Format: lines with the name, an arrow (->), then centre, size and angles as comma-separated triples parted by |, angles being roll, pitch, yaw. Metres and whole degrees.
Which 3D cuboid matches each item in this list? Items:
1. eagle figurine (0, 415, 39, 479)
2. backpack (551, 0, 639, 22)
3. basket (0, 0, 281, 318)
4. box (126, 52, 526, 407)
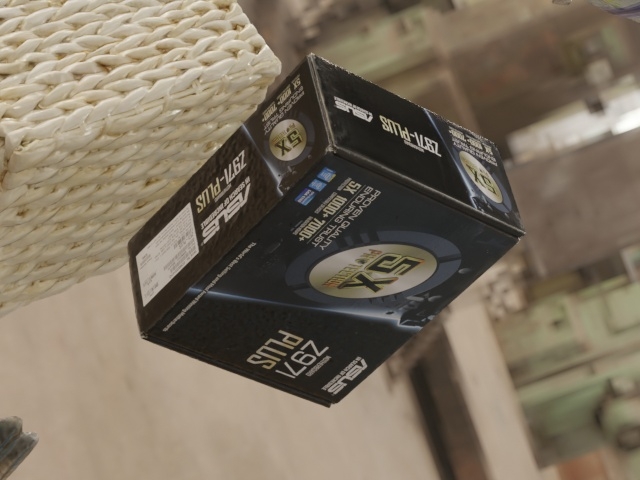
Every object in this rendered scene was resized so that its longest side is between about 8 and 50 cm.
eagle figurine -> -0.216, 0.215, 1.010 | 0.298, 0.226, 0.225 | -21, -113, 58
backpack -> 0.239, -0.255, 1.188 | 0.273, 0.290, 0.355 | 33, 13, -3
basket -> -0.271, -0.131, 1.819 | 0.331, 0.328, 0.266 | -23, 67, -37
box -> 0.000, 0.000, 1.109 | 0.147, 0.180, 0.077 | 24, 37, -35
